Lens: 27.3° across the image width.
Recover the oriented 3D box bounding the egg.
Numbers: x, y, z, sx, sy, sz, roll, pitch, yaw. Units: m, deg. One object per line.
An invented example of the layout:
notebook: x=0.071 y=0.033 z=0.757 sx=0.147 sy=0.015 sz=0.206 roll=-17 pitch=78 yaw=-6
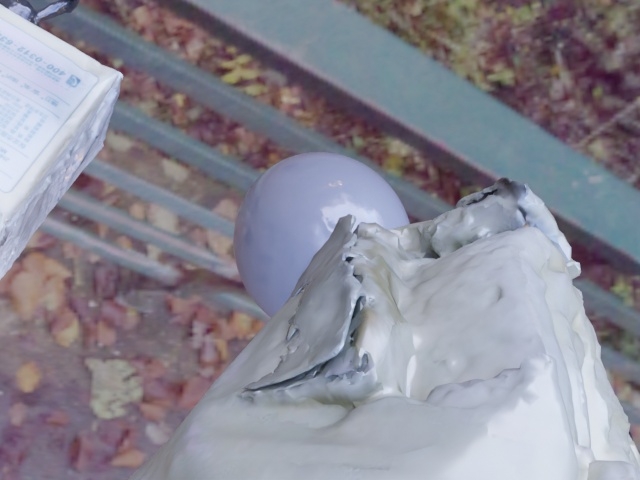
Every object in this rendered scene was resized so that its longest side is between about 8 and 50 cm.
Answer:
egg: x=0.000 y=0.000 z=1.313 sx=0.176 sy=0.232 sz=0.176 roll=-3 pitch=106 yaw=-10

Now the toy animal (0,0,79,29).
toy animal: x=-0.391 y=-0.231 z=1.516 sx=0.232 sy=0.148 sz=0.084 roll=-22 pitch=119 yaw=-19

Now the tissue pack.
tissue pack: x=-0.244 y=-0.082 z=0.821 sx=0.196 sy=0.092 sz=0.148 roll=29 pitch=55 yaw=1

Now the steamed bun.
steamed bun: x=0.039 y=0.186 z=0.503 sx=0.346 sy=0.237 sz=0.394 roll=51 pitch=19 yaw=-65
